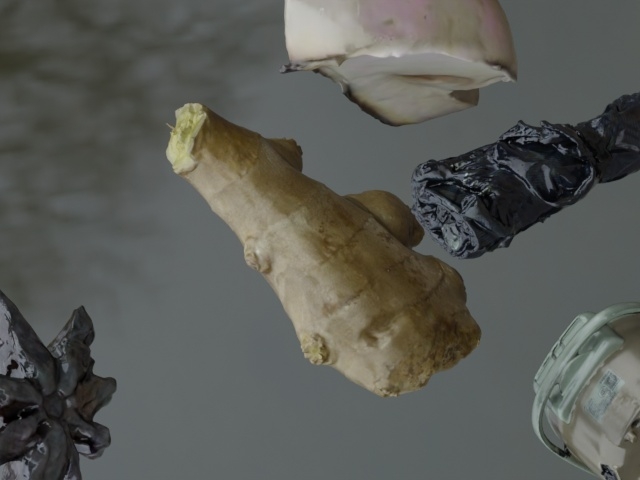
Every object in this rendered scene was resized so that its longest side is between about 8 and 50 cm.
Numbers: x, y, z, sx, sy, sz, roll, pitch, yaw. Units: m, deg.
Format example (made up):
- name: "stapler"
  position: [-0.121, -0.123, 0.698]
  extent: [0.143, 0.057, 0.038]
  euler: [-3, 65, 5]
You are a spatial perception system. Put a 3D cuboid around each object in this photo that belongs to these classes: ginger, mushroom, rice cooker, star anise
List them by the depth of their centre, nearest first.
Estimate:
- name: "rice cooker"
  position: [0.258, 0.129, 1.404]
  extent: [0.145, 0.206, 0.127]
  euler: [-58, 41, 12]
- name: "star anise"
  position: [-0.224, 0.130, 1.450]
  extent: [0.061, 0.204, 0.181]
  euler: [-16, 120, 41]
- name: "mushroom"
  position: [0.086, -0.204, 1.541]
  extent: [0.162, 0.236, 0.173]
  euler: [-3, 80, 23]
- name: "ginger"
  position: [0.018, -0.013, 1.912]
  extent: [0.375, 0.236, 0.166]
  euler: [61, 153, -4]

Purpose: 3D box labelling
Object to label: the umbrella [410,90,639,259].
- name: "umbrella"
  position: [0.165, -0.056, 1.191]
  extent: [0.080, 0.224, 0.071]
  euler: [40, 141, 42]
